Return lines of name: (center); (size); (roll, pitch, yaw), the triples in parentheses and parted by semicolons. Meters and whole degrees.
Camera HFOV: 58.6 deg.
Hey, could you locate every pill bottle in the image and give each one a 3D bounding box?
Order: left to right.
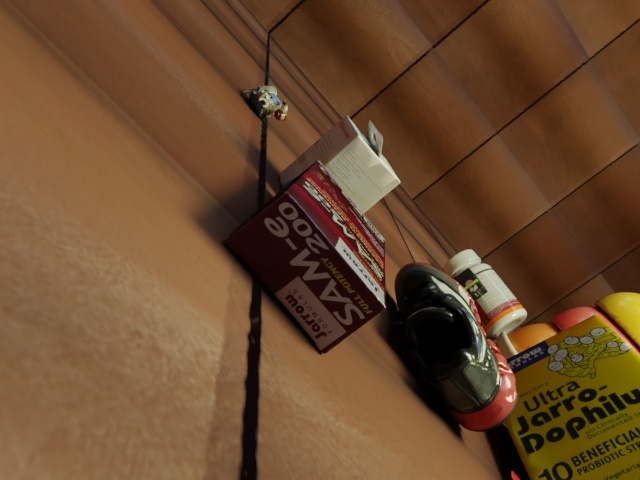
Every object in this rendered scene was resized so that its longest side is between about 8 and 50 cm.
pill bottle: (0.420, 0.138, 1.481); (0.121, 0.121, 0.221); (30, 24, -57)

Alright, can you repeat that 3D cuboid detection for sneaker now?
sneaker: (0.146, 0.101, 0.724); (0.135, 0.098, 0.276); (45, 15, -32)

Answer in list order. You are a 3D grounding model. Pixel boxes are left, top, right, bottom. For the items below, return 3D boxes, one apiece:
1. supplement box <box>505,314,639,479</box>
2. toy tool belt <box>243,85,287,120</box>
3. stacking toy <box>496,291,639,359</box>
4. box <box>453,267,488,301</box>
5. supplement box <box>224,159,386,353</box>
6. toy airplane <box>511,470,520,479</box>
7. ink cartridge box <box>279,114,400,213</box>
supplement box: (0.371, 0.282, 0.713); (0.195, 0.194, 0.356); (57, 11, -14)
toy tool belt: (-0.095, -0.228, 0.954); (0.051, 0.052, 0.083); (-3, 44, -35)
stacking toy: (0.681, 0.239, 1.285); (0.350, 0.480, 0.350); (47, 14, -16)
box: (0.347, 0.118, 1.376); (0.052, 0.083, 0.062); (32, 22, -53)
supplement box: (0.000, 0.000, 0.574); (0.130, 0.073, 0.239); (49, 14, -7)
toy airplane: (0.222, 0.302, 0.584); (0.151, 0.028, 0.151); (49, 13, -16)
ink cartridge box: (0.029, -0.087, 0.750); (0.090, 0.143, 0.092); (44, 15, -26)
